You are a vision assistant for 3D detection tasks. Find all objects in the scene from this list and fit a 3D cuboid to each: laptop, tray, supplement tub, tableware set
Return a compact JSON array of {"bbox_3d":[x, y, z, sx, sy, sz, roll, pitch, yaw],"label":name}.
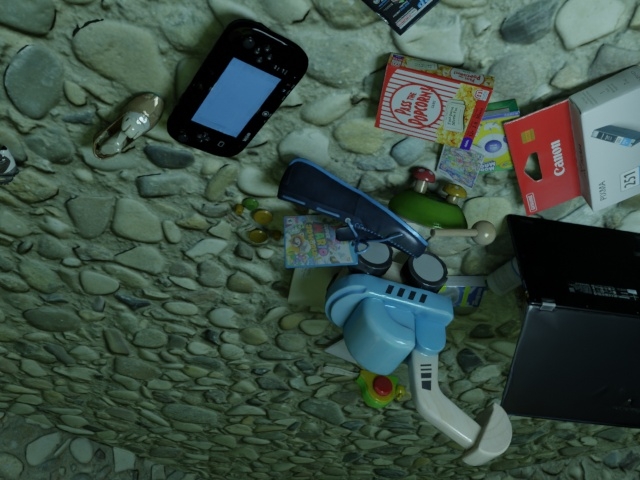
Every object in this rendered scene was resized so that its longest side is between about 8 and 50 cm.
[{"bbox_3d":[0.608,0.185,1.374,0.381,0.408,0.236,8,139,-8],"label":"laptop"},{"bbox_3d":[0.149,0.314,1.861,0.145,0.030,0.270,29,134,-28],"label":"tray"},{"bbox_3d":[0.499,0.093,1.538,0.071,0.071,0.107,23,137,-24],"label":"supplement tub"},{"bbox_3d":[-0.154,-0.044,1.437,0.104,0.024,0.154,-25,133,25],"label":"tableware set"}]

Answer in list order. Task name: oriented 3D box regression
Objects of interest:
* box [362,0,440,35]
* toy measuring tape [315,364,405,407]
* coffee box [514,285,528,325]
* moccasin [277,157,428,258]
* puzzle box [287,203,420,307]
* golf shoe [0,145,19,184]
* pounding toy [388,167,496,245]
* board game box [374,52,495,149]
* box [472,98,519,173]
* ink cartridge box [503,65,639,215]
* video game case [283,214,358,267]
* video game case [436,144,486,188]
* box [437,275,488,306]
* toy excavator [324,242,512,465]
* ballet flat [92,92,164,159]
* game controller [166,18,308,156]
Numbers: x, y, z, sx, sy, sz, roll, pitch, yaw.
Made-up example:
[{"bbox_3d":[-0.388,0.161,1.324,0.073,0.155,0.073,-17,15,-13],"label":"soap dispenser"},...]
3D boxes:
[{"bbox_3d":[0.144,-0.448,0.896,0.175,0.051,0.220,30,133,-30],"label":"box"},{"bbox_3d":[0.144,0.517,2.048,0.330,0.121,0.121,12,140,-12],"label":"toy measuring tape"},{"bbox_3d":[0.592,0.180,1.502,0.098,0.247,0.141,11,140,-13],"label":"coffee box"},{"bbox_3d":[0.064,-0.048,1.262,0.342,0.117,0.138,32,180,9],"label":"moccasin"},{"bbox_3d":[0.073,0.051,1.519,0.272,0.052,0.409,8,141,-7],"label":"puzzle box"},{"bbox_3d":[-0.760,-0.181,1.260,0.198,0.077,0.094,4,131,-13],"label":"golf shoe"},{"bbox_3d":[0.261,-0.084,1.262,0.183,0.237,0.110,10,106,-28],"label":"pounding toy"},{"bbox_3d":[0.209,-0.259,1.101,0.193,0.045,0.147,15,142,6],"label":"board game box"},{"bbox_3d":[0.353,-0.200,1.204,0.105,0.043,0.179,-8,142,13],"label":"box"},{"bbox_3d":[0.531,-0.168,1.182,0.261,0.066,0.296,-24,136,12],"label":"ink cartridge box"},{"bbox_3d":[0.000,0.000,1.333,0.166,0.119,0.015,-3,173,8],"label":"video game case"},{"bbox_3d":[0.293,-0.164,1.228,0.087,0.011,0.122,29,154,15],"label":"video game case"},{"bbox_3d":[0.379,0.141,1.626,0.178,0.042,0.109,0,142,4],"label":"box"},{"bbox_3d":[0.211,0.258,1.356,0.432,0.445,0.222,17,140,-10],"label":"toy excavator"},{"bbox_3d":[-0.391,-0.221,1.187,0.206,0.067,0.073,-30,130,33],"label":"ballet flat"},{"bbox_3d":[-0.162,-0.275,1.112,0.166,0.067,0.319,25,137,-26],"label":"game controller"}]
